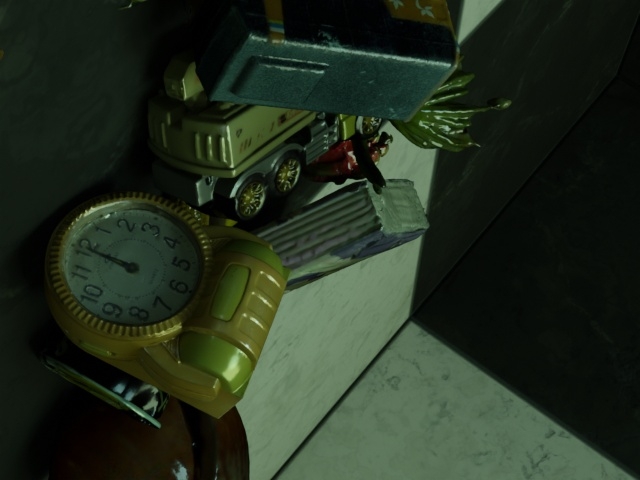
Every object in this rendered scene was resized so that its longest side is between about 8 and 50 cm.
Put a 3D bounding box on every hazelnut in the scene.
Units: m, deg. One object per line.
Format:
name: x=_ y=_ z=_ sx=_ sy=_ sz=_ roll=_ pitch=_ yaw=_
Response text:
hazelnut: x=-0.278 y=0.390 z=1.815 sx=0.359 sy=0.359 sz=0.409 roll=-50 pitch=169 yaw=-16

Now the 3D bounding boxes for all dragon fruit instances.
dragon fruit: x=0.032 y=-0.174 z=1.825 sx=0.166 sy=0.172 sz=0.160 roll=-44 pitch=158 yaw=-33

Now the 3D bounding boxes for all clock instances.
clock: x=-0.223 y=0.077 z=1.426 sx=0.200 sy=0.317 sz=0.244 roll=121 pitch=-10 yaw=-55

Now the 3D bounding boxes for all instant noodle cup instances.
instant noodle cup: x=-0.280 y=0.139 z=1.588 sx=0.236 sy=0.215 sz=0.215 roll=-60 pitch=163 yaw=-17

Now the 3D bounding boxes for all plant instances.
plant: x=0.138 y=-0.238 z=1.716 sx=0.180 sy=0.251 sz=0.333 roll=-53 pitch=163 yaw=29

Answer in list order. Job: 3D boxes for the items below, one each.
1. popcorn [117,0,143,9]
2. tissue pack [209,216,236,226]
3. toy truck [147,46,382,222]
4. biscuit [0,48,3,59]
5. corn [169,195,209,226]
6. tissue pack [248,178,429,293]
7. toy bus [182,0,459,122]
popcorn: x=-0.174 y=-0.321 z=1.122 sx=0.173 sy=0.173 sz=0.142 roll=-44 pitch=136 yaw=-30
tissue pack: x=-0.126 y=-0.105 z=1.696 sx=0.169 sy=0.082 sz=0.120 roll=-43 pitch=159 yaw=-33
toy truck: x=-0.074 y=-0.205 z=1.509 sx=0.405 sy=0.180 sz=0.254 roll=-37 pitch=140 yaw=-38
biscuit: x=-0.366 y=-0.194 z=1.066 sx=0.082 sy=0.016 sz=0.092 roll=-39 pitch=155 yaw=-28
corn: x=-0.211 y=-0.018 z=1.660 sx=0.068 sy=0.068 sz=0.207 roll=-40 pitch=155 yaw=-38
tissue pack: x=0.000 y=0.000 z=1.891 sx=0.343 sy=0.125 sz=0.242 roll=-23 pitch=174 yaw=24
toy bus: x=0.002 y=-0.270 z=1.332 sx=0.323 sy=0.194 sz=0.162 roll=2 pitch=153 yaw=-27
